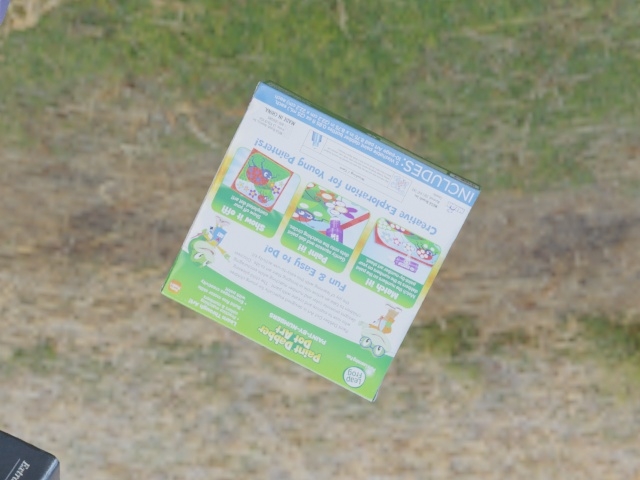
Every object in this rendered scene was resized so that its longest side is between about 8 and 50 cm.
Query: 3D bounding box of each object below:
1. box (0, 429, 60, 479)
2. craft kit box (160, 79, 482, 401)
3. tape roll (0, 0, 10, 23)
[{"bbox_3d":[-0.553,0.342,1.825,0.396,0.293,0.212,23,142,10],"label":"box"},{"bbox_3d":[0.000,0.000,1.552,0.250,0.246,0.061,28,-170,3],"label":"craft kit box"},{"bbox_3d":[-0.299,-0.289,1.334,0.080,0.189,0.189,12,148,-9],"label":"tape roll"}]
